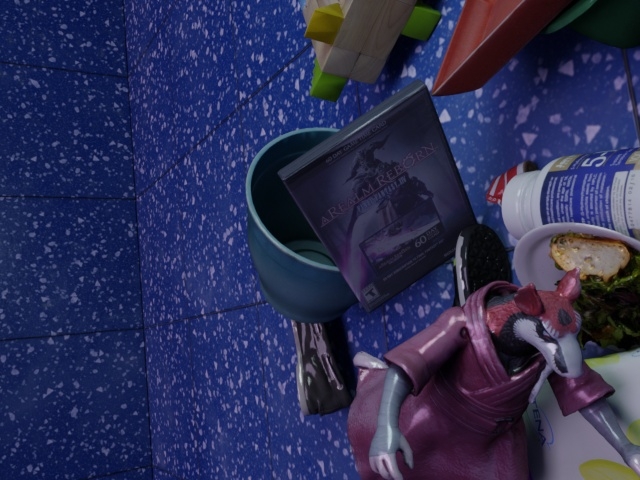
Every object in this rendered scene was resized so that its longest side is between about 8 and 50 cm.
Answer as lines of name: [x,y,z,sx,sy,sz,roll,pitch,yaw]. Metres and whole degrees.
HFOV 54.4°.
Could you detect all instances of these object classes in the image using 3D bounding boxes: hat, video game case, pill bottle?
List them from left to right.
video game case: [0.089,-0.041,0.790,0.274,0.196,0.026,57,179,-43]
pill bottle: [0.293,-0.039,0.665,0.187,0.112,0.112,1,92,58]
hat: [0.351,-0.233,0.654,0.208,0.184,0.173,-55,10,10]

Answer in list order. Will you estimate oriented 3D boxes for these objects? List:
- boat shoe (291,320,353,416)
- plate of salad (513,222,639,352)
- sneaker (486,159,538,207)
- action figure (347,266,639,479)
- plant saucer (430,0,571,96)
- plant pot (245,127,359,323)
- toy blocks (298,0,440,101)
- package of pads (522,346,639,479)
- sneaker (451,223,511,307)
boat shoe: [-0.007,0.166,1.202,0.112,0.096,0.335,70,-169,-71]
plate of salad: [0.287,0.061,0.640,0.200,0.048,0.200,32,154,18]
sneaker: [0.252,-0.037,0.799,0.067,0.042,0.118,-24,62,52]
action figure: [0.173,0.148,0.640,0.275,0.248,0.370,-80,6,-51]
plant saucer: [0.243,-0.300,0.698,0.258,0.048,0.259,-44,16,50]
plant pot: [0.000,0.000,1.025,0.255,0.272,0.271,110,146,-54]
toy blocks: [0.074,-0.448,0.984,0.381,0.191,0.260,120,148,-41]
package of pads: [0.305,0.234,0.645,0.296,0.101,0.229,141,122,-60]
sneaker: [0.199,0.096,0.849,0.097,0.084,0.234,-9,83,59]
